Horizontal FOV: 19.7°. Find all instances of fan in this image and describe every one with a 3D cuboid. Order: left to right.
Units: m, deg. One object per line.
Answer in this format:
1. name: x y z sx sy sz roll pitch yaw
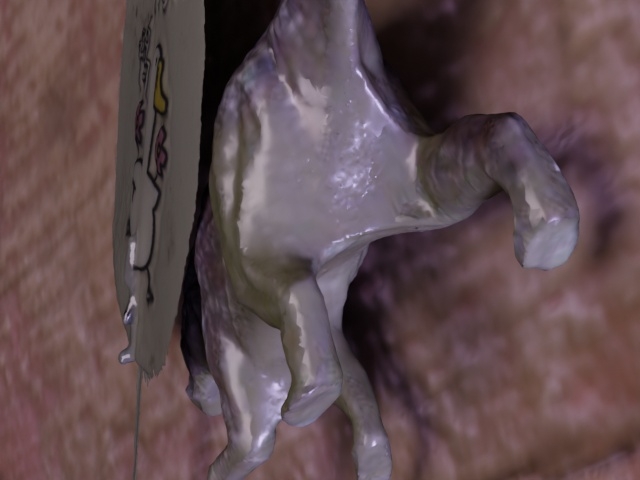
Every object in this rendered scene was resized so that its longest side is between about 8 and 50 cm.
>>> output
1. fan: -0.079 0.026 0.788 0.233 0.012 0.415 -146 59 -75

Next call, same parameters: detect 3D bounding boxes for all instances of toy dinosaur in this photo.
1. toy dinosaur: -0.007 0.001 0.666 0.294 0.077 0.162 -57 43 43
